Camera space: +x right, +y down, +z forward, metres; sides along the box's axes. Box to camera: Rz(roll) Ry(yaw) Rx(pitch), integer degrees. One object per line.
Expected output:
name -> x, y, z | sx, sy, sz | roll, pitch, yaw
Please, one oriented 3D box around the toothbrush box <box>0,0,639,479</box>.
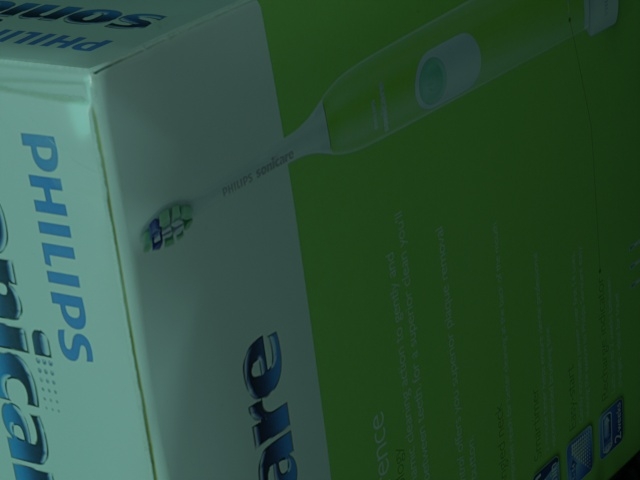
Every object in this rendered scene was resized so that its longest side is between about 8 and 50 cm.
toothbrush box -> 0.000, 0.000, 0.572 | 0.122, 0.283, 0.206 | 9, 117, 34
